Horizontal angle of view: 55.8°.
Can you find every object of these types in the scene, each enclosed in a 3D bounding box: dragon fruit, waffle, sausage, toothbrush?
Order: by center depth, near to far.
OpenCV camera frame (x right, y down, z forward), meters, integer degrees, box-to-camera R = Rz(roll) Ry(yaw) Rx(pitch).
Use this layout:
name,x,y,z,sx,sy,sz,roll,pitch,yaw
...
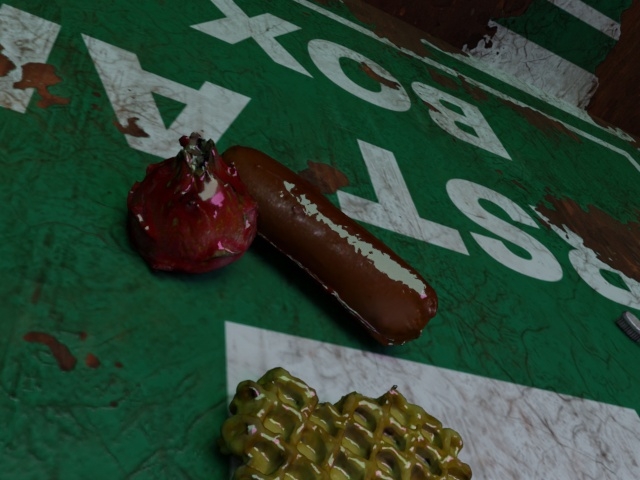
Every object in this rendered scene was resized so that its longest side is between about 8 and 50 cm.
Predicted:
name,x,y,z,sx,sy,sz,roll,pitch,yaw
waffle,0.038,0.210,0.546,0.253,0.056,0.249,-8,51,-43
dragon fruit,-0.141,-0.048,0.643,0.152,0.111,0.153,2,52,-3
sausage,0.000,0.000,0.744,0.330,0.102,0.102,40,34,11
toothbrush,0.629,0.244,1.031,0.025,0.030,0.307,-23,64,-39
